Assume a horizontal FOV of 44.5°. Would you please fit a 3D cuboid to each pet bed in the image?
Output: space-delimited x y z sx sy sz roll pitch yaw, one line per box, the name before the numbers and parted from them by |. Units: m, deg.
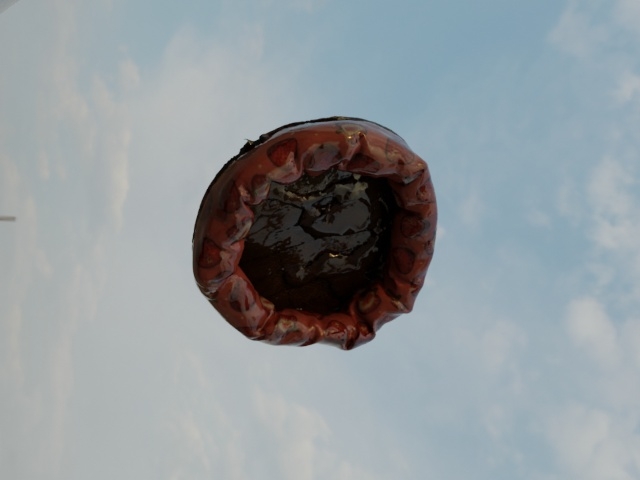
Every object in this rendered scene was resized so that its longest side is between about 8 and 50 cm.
pet bed | 0.000 0.000 0.579 0.201 0.201 0.053 -69 -152 24

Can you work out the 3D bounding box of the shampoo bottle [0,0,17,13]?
shampoo bottle | -0.299 -0.113 0.466 0.246 0.079 0.080 -36 -162 -1
